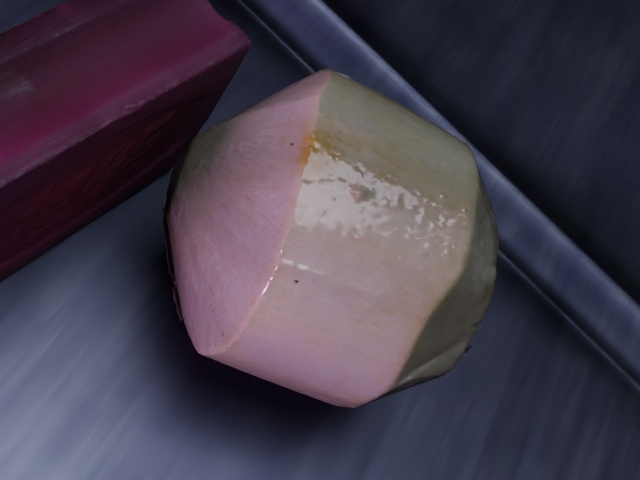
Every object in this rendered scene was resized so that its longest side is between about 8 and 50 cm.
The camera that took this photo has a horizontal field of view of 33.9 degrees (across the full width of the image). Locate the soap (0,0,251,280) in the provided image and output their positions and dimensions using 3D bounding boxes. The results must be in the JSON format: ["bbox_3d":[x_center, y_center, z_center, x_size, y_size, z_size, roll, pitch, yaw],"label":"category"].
[{"bbox_3d":[-0.249,-0.091,0.940,0.128,0.233,0.359,47,49,3],"label":"soap"}]

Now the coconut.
[{"bbox_3d":[0.000,0.000,0.984,0.323,0.323,0.323,15,54,-21],"label":"coconut"}]
